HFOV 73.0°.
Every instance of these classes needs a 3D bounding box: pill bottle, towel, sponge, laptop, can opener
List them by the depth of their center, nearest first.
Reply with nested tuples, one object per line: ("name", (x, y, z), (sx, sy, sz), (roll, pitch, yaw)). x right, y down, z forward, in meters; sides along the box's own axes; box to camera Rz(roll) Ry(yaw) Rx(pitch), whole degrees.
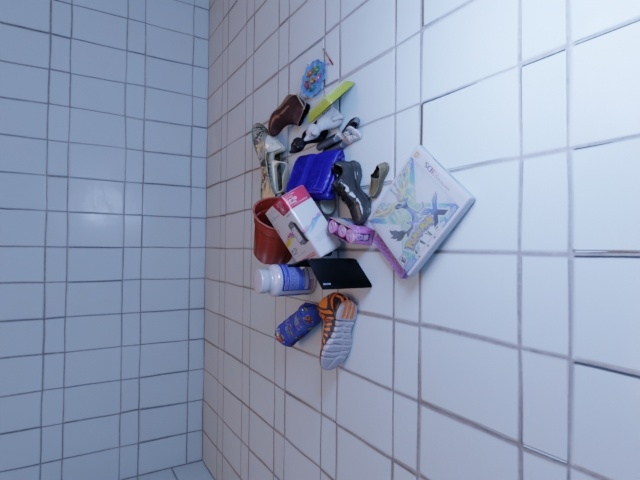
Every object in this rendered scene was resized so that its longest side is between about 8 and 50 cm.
("sponge", (0.267, 0.023, 1.538), (0.210, 0.031, 0.117), (58, 135, 42))
("laptop", (0.032, 0.141, 1.728), (0.264, 0.234, 0.137), (-22, 69, 56))
("can opener", (0.084, -0.432, 1.839), (0.280, 0.074, 0.093), (-15, 42, 56))
("towel", (-0.032, -0.283, 1.886), (0.308, 0.076, 0.228), (5, 79, 52))
("pill bottle", (-0.169, 0.185, 2.023), (0.152, 0.272, 0.152), (-4, 85, 59))

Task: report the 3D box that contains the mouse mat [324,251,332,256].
("mouse mat", (0.000, 0.000, 2.007), (0.189, 0.007, 0.153), (-9, 81, 58))

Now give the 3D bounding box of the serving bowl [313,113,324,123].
("serving bowl", (-0.001, -0.555, 2.007), (0.083, 0.027, 0.083), (-5, 84, 58))

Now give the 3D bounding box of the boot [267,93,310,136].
("boot", (-0.165, -0.614, 2.190), (0.248, 0.090, 0.207), (-59, 43, 16))

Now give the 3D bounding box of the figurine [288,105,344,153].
("figurine", (-0.025, -0.465, 1.866), (0.092, 0.209, 0.215), (52, 146, -9))

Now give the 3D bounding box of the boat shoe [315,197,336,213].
("boat shoe", (0.011, -0.203, 1.934), (0.081, 0.079, 0.227), (-48, 43, 49))

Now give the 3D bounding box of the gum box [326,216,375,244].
("gum box", (0.120, -0.037, 1.710), (0.188, 0.107, 0.062), (32, 116, 55))

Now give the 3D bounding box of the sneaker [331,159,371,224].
("sneaker", (0.110, -0.191, 1.714), (0.109, 0.130, 0.286), (-42, 55, 48))

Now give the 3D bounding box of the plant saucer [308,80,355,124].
("plant saucer", (0.034, -0.588, 1.813), (0.045, 0.188, 0.188), (48, 147, -11))

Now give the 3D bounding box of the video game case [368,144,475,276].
("video game case", (0.314, -0.100, 1.426), (0.329, 0.036, 0.300), (-59, 41, 30))

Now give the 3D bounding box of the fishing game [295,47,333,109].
("fishing game", (-0.042, -0.771, 2.043), (0.264, 0.041, 0.189), (-47, 49, 35))

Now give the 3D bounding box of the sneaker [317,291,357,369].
("sneaker", (0.051, 0.370, 1.823), (0.180, 0.124, 0.321), (32, 105, 60))

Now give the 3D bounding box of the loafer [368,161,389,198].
("loafer", (0.208, -0.228, 1.625), (0.056, 0.050, 0.148), (50, 130, 48))

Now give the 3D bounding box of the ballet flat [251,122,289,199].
("ballet flat", (-0.248, -0.411, 2.325), (0.182, 0.164, 0.483), (-9, 87, 37))

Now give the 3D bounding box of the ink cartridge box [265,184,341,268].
("ink cartridge box", (-0.080, -0.053, 1.878), (0.306, 0.131, 0.226), (58, 149, 2))

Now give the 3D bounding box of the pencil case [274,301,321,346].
("pencil case", (-0.108, 0.400, 2.062), (0.306, 0.119, 0.133), (-48, 55, 46))

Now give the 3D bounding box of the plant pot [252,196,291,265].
("plant pot", (-0.216, -0.032, 2.149), (0.272, 0.272, 0.265), (59, 145, 41))
